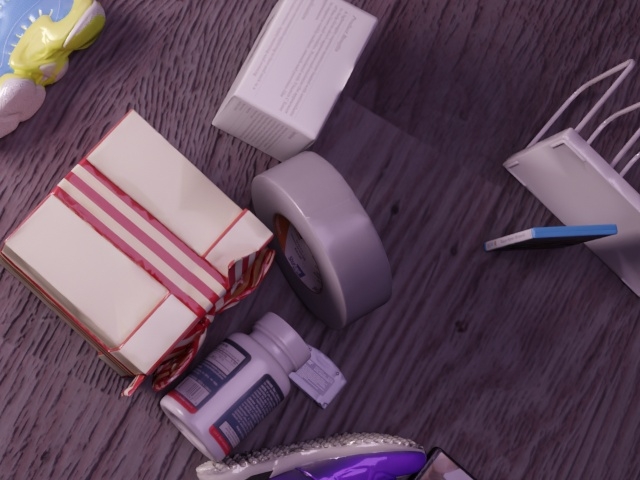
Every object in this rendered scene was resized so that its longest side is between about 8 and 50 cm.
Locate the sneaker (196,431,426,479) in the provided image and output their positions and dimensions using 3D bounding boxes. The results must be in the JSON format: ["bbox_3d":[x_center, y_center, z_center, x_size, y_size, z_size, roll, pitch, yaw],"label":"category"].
[{"bbox_3d":[-0.005,0.329,1.798,0.294,0.102,0.146,-8,90,-11],"label":"sneaker"}]

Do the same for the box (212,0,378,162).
[{"bbox_3d":[-0.035,-0.212,1.804,0.119,0.182,0.181,29,77,-8],"label":"box"}]

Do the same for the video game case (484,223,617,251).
[{"bbox_3d":[0.302,-0.003,1.876,0.119,0.166,0.015,-3,84,-15],"label":"video game case"}]

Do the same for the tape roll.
[{"bbox_3d":[0.000,0.000,1.769,0.072,0.219,0.219,-29,92,-18],"label":"tape roll"}]

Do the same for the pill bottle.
[{"bbox_3d":[-0.101,0.179,1.779,0.180,0.108,0.108,-43,95,-16],"label":"pill bottle"}]

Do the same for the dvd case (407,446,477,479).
[{"bbox_3d":[0.142,0.423,1.859,0.180,0.022,0.253,42,75,-7],"label":"dvd case"}]

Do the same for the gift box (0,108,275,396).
[{"bbox_3d":[-0.219,0.028,1.685,0.258,0.276,0.255,43,80,-8],"label":"gift box"}]

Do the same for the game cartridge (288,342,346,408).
[{"bbox_3d":[-0.009,0.173,1.852,0.083,0.017,0.056,42,79,-7],"label":"game cartridge"}]

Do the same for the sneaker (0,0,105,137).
[{"bbox_3d":[-0.386,-0.234,1.775,0.126,0.091,0.240,40,75,11],"label":"sneaker"}]

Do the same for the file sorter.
[{"bbox_3d":[0.429,-0.084,1.910,0.278,0.193,0.173,43,73,-7],"label":"file sorter"}]
